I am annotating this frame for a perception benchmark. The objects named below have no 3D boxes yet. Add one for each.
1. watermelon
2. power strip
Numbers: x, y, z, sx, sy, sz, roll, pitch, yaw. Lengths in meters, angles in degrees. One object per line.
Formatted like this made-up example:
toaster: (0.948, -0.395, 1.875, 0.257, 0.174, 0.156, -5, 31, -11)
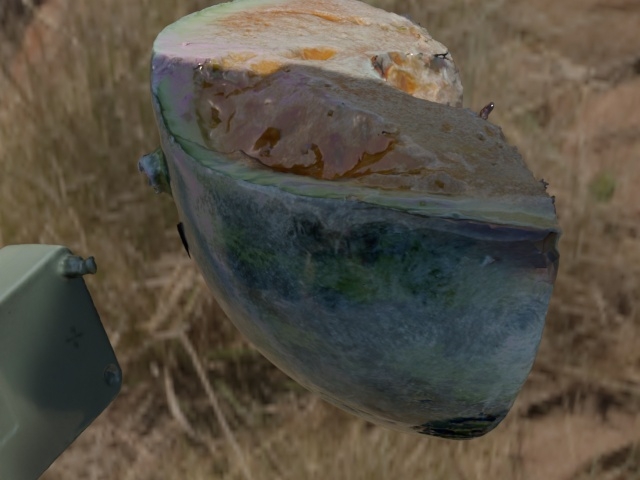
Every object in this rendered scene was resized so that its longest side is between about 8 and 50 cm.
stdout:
watermelon: (-0.006, -0.001, 0.977, 0.175, 0.188, 0.322, 2, 21, -9)
power strip: (-0.159, 0.114, 0.864, 0.061, 0.145, 0.216, 2, 34, 35)
